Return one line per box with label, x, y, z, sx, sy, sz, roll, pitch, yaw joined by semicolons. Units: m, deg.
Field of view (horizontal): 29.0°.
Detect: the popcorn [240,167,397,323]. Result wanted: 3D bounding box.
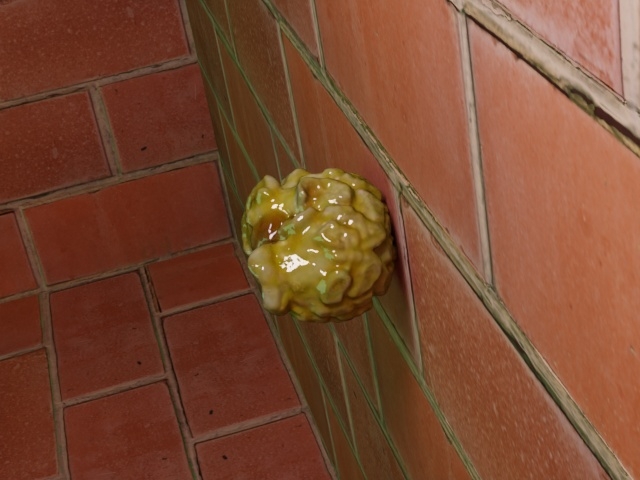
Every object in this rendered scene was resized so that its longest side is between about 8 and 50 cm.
popcorn;-0.011;0.004;1.625;0.235;0.216;0.181;55;157;36
